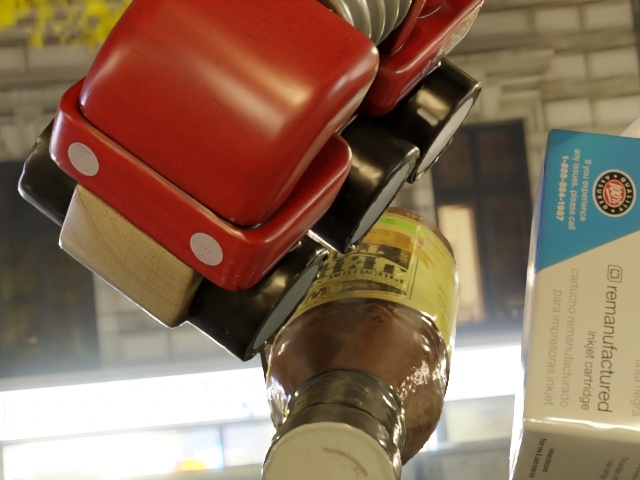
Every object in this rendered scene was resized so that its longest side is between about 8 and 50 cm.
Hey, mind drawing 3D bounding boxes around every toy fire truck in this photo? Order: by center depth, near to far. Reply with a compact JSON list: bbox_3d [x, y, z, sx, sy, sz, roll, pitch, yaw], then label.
[{"bbox_3d":[0.022,-0.091,0.595,0.217,0.158,0.246,-46,-12,-42],"label":"toy fire truck"}]

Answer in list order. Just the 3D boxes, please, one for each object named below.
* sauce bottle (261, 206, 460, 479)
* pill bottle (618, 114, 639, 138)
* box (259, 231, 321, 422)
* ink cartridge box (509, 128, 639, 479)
[{"bbox_3d":[0.027,0.071,0.933,0.111,0.111,0.344,-7,16,8],"label":"sauce bottle"},{"bbox_3d":[0.382,-0.025,1.465,0.136,0.246,0.136,-44,-4,-4],"label":"pill bottle"},{"bbox_3d":[0.000,0.000,1.371,0.060,0.270,0.216,7,41,16],"label":"box"},{"bbox_3d":[0.193,0.041,0.688,0.203,0.148,0.086,6,-26,5],"label":"ink cartridge box"}]
